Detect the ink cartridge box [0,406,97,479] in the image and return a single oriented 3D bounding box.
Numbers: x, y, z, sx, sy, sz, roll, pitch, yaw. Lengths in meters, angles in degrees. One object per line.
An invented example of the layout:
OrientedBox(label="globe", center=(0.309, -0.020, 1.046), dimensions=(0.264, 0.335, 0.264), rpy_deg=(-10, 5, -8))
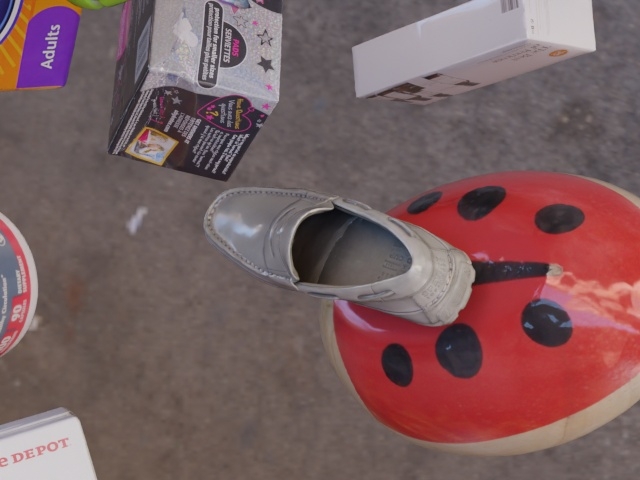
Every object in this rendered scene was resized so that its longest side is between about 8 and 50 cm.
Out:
OrientedBox(label="ink cartridge box", center=(-0.246, 0.241, 1.173), dimensions=(0.127, 0.128, 0.176), rpy_deg=(174, 81, -74))

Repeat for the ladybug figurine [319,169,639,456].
OrientedBox(label="ladybug figurine", center=(0.164, 0.060, 1.427), dimensions=(0.449, 0.162, 0.305), rpy_deg=(-11, 63, 42))

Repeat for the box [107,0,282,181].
OrientedBox(label="box", center=(-0.126, -0.216, 1.471), dimensions=(0.163, 0.142, 0.247), rpy_deg=(129, 148, -52))

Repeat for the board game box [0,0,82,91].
OrientedBox(label="board game box", center=(-0.395, -0.354, 1.093), dimensions=(0.356, 0.356, 0.356), rpy_deg=(51, 135, 38))

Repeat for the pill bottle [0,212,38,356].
OrientedBox(label="pill bottle", center=(-0.256, 0.036, 0.814), dimensions=(0.108, 0.180, 0.107), rpy_deg=(3, 98, 21))

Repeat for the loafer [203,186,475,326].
OrientedBox(label="loafer", center=(0.000, 0.000, 1.351), dimensions=(0.319, 0.111, 0.112), rpy_deg=(13, 79, 39))

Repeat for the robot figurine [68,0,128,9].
OrientedBox(label="robot figurine", center=(-0.140, -0.201, 0.981), dimensions=(0.115, 0.067, 0.101), rpy_deg=(-15, 33, 16))

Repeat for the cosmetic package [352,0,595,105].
OrientedBox(label="cosmetic package", center=(0.146, -0.187, 1.380), dimensions=(0.239, 0.099, 0.060), rpy_deg=(-13, 80, 50))
